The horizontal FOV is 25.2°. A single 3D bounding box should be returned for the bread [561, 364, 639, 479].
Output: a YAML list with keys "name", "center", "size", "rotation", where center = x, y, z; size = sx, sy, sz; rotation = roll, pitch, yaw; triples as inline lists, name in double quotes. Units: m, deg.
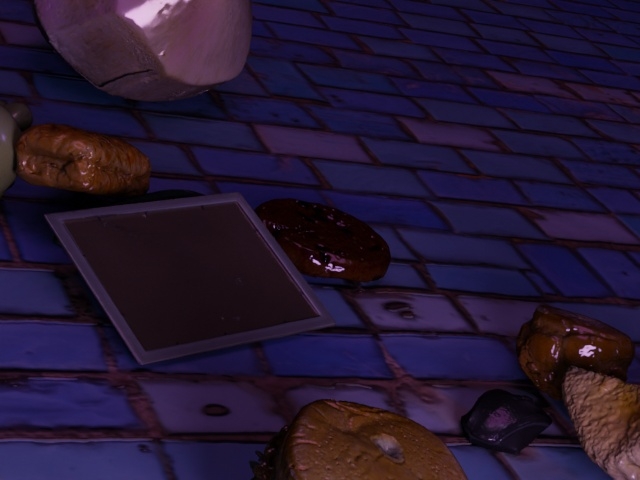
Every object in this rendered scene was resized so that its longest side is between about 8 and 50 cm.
- name: "bread"
  center: [0.368, 0.224, 1.524]
  size: [0.174, 0.133, 0.251]
  rotation: [36, -18, -31]

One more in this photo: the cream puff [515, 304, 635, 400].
- name: "cream puff"
  center: [0.299, 0.139, 1.700]
  size: [0.144, 0.103, 0.126]
  rotation: [23, 9, 24]

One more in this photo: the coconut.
- name: "coconut"
  center: [-0.259, -0.376, 2.210]
  size: [0.352, 0.353, 0.353]
  rotation: [14, 24, -6]

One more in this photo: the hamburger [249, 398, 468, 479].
- name: "hamburger"
  center: [0.041, 0.246, 1.285]
  size: [0.215, 0.122, 0.189]
  rotation: [8, 31, -27]

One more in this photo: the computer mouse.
- name: "computer mouse"
  center: [0.211, 0.194, 1.595]
  size: [0.079, 0.047, 0.135]
  rotation: [34, 27, 32]

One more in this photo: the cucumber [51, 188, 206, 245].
- name: "cucumber"
  center: [-0.207, -0.026, 1.781]
  size: [0.115, 0.063, 0.244]
  rotation: [29, 25, 23]

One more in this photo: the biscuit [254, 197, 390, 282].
- name: "biscuit"
  center: [0.000, 0.000, 1.877]
  size: [0.192, 0.049, 0.192]
  rotation: [20, 23, -9]

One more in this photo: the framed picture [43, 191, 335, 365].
- name: "framed picture"
  center: [-0.149, 0.040, 1.660]
  size: [0.296, 0.019, 0.232]
  rotation: [-8, 51, -43]

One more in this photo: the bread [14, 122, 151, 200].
- name: "bread"
  center: [-0.291, -0.095, 1.770]
  size: [0.113, 0.083, 0.211]
  rotation: [15, 3, 13]

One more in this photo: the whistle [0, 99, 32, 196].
- name: "whistle"
  center: [-0.423, -0.116, 1.792]
  size: [0.141, 0.141, 0.294]
  rotation: [17, 6, 0]
